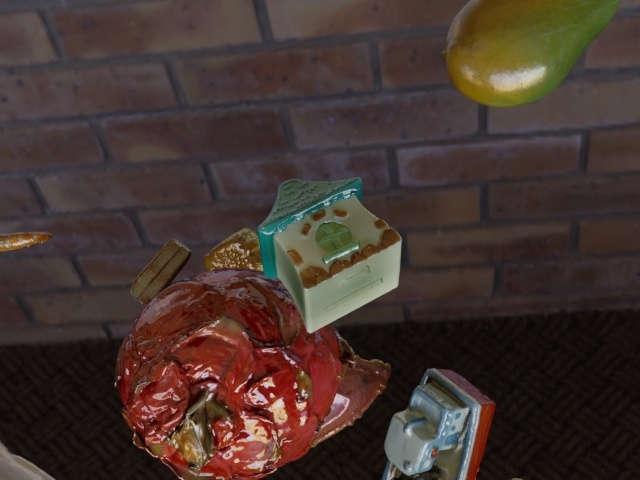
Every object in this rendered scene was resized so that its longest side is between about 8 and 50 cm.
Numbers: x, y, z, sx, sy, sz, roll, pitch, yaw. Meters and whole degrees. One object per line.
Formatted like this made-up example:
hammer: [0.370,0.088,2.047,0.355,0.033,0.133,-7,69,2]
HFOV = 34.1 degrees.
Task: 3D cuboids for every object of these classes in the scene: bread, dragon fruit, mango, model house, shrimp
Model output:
bread: [-0.154,0.052,2.038,0.128,0.140,0.069,54,38,-2]
bread: [-0.234,0.050,1.500,0.043,0.062,0.109,39,66,-3]
dragon fruit: [-0.109,0.167,1.330,0.277,0.278,0.342,11,19,17]
mango: [0.267,-0.270,1.320,0.251,0.114,0.156,-42,62,-8]
model house: [0.000,0.000,1.124,0.127,0.100,0.149,-27,58,-16]
shrimp: [-0.435,0.003,1.440,0.127,0.091,0.025,-7,91,-17]

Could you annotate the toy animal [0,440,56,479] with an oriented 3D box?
toy animal: [-0.262,0.254,0.688,0.187,0.165,0.235,30,95,18]

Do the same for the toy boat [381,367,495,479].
toy boat: [0.151,0.367,1.619,0.133,0.332,0.145,-4,28,-40]

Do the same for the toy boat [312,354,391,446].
toy boat: [-0.035,0.265,1.666,0.317,0.141,0.099,-21,14,3]

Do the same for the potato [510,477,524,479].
potato: [0.175,0.291,0.871,0.081,0.149,0.120,17,35,-15]
